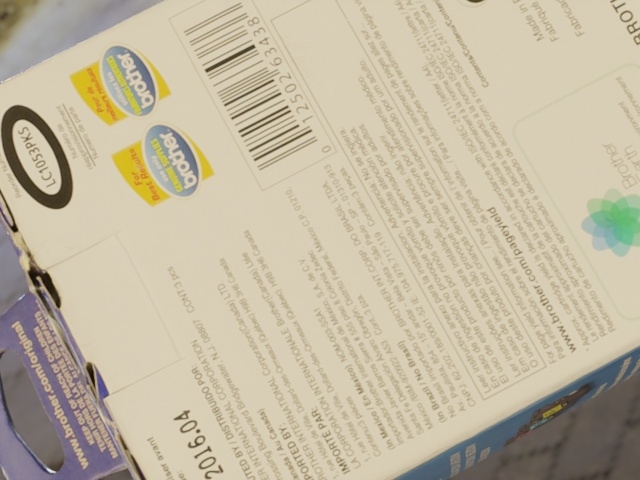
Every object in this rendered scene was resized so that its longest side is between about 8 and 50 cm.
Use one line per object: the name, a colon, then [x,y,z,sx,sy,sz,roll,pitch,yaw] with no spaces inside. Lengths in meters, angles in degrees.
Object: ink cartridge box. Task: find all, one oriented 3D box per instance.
ink cartridge box: [0.000,0.000,0.947,0.395,0.270,0.151,-27,-15,-5]
